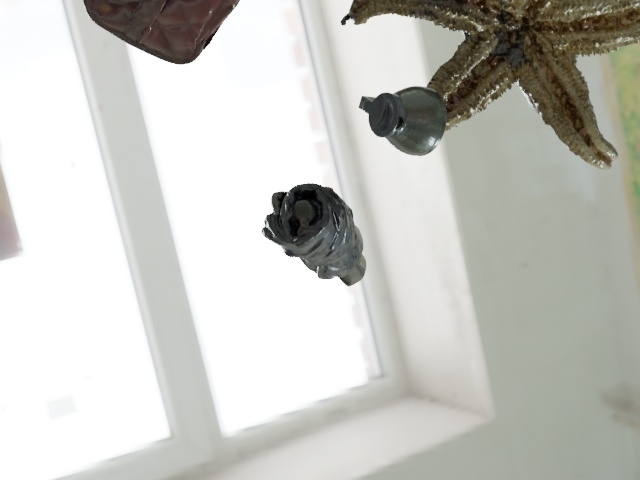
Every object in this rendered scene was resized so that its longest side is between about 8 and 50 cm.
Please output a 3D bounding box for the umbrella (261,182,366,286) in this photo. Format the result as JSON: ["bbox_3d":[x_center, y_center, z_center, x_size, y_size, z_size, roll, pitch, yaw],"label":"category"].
[{"bbox_3d":[0.007,-0.004,1.390,0.071,0.071,0.248,-11,168,12],"label":"umbrella"}]

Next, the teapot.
[{"bbox_3d":[0.073,-0.119,1.513,0.057,0.066,0.088,8,-163,-38],"label":"teapot"}]

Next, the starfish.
[{"bbox_3d":[0.198,-0.198,1.623,0.303,0.312,0.113,-43,-165,17],"label":"starfish"}]

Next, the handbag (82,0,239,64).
[{"bbox_3d":[-0.134,-0.286,1.558,0.225,0.146,0.135,-48,-166,48],"label":"handbag"}]
